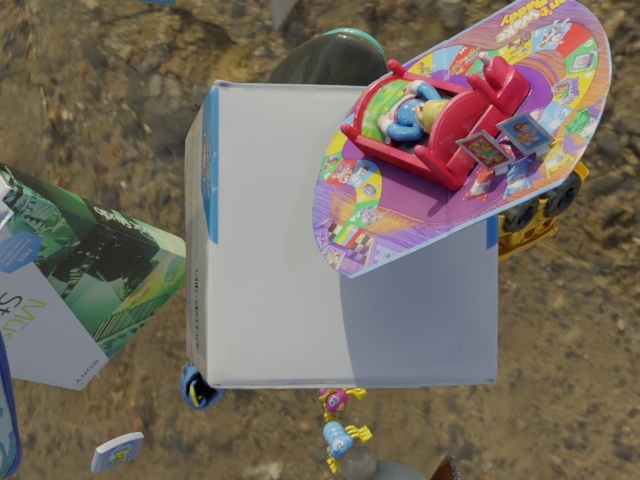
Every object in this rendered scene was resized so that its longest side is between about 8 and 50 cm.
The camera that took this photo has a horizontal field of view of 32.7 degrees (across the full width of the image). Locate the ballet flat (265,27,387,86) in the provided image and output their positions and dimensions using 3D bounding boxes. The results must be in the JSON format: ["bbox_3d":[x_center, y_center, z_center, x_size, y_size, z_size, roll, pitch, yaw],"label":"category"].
[{"bbox_3d":[-0.034,-0.068,0.914,0.095,0.280,0.096,33,57,-11],"label":"ballet flat"}]

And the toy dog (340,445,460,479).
[{"bbox_3d":[0.002,0.215,0.649,0.220,0.333,0.161,-28,107,-4],"label":"toy dog"}]

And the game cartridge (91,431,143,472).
[{"bbox_3d":[-0.312,0.325,1.685,0.083,0.017,0.056,-15,135,-42],"label":"game cartridge"}]

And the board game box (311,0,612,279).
[{"bbox_3d":[0.051,-0.061,0.509,0.169,0.133,0.033,-25,131,31],"label":"board game box"}]

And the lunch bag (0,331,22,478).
[{"bbox_3d":[-0.358,0.134,0.887,0.219,0.090,0.176,-2,108,19],"label":"lunch bag"}]

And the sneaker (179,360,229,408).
[{"bbox_3d":[-0.167,0.201,1.509,0.069,0.209,0.082,43,57,-1],"label":"sneaker"}]

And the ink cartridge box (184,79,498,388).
[{"bbox_3d":[0.000,0.000,0.714,0.168,0.233,0.171,0,89,-11],"label":"ink cartridge box"}]

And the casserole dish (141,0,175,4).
[{"bbox_3d":[-0.269,-0.349,1.458,0.114,0.188,0.037,22,106,22],"label":"casserole dish"}]

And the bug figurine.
[{"bbox_3d":[0.081,0.234,1.768,0.279,0.216,0.072,-46,110,-2],"label":"bug figurine"}]

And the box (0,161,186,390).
[{"bbox_3d":[-0.312,0.054,1.219,0.232,0.058,0.322,-46,149,12],"label":"box"}]

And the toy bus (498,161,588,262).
[{"bbox_3d":[0.265,-0.039,1.639,0.220,0.149,0.211,-25,143,-36],"label":"toy bus"}]

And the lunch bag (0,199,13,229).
[{"bbox_3d":[-0.250,-0.008,0.687,0.071,0.053,0.083,46,58,-31],"label":"lunch bag"}]
